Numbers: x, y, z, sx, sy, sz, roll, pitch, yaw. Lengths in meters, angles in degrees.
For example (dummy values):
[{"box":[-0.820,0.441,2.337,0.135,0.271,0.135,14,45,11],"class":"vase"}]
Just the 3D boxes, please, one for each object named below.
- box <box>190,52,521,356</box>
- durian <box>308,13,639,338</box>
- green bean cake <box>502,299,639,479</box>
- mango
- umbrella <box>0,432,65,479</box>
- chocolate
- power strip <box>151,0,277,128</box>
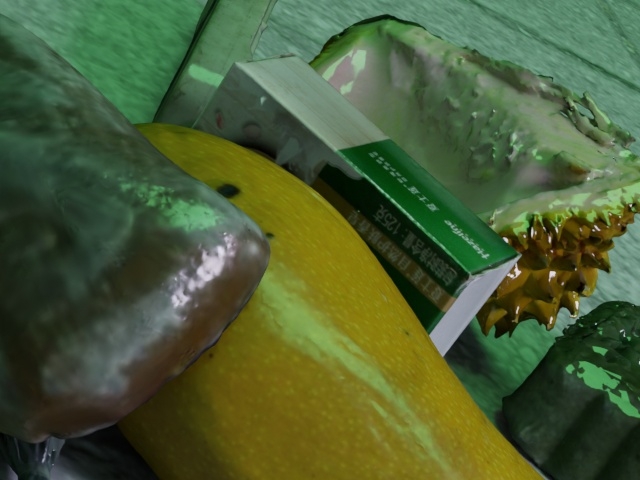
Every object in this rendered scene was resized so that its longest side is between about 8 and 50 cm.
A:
[{"box":[0.000,0.000,1.099,0.199,0.135,0.081,43,25,18],"class":"box"},{"box":[0.045,-0.037,1.229,0.196,0.185,0.305,-18,48,-41],"class":"durian"},{"box":[0.227,0.127,1.234,0.185,0.094,0.183,36,24,13],"class":"green bean cake"},{"box":[-0.014,0.074,0.937,0.359,0.144,0.187,48,31,19],"class":"mango"},{"box":[-0.124,0.117,0.838,0.044,0.044,0.269,-5,40,-17],"class":"umbrella"},{"box":[-0.156,-0.027,0.868,0.254,0.157,0.080,40,-17,28],"class":"chocolate"},{"box":[-0.073,-0.134,1.326,0.048,0.080,0.286,27,26,-7],"class":"power strip"}]
